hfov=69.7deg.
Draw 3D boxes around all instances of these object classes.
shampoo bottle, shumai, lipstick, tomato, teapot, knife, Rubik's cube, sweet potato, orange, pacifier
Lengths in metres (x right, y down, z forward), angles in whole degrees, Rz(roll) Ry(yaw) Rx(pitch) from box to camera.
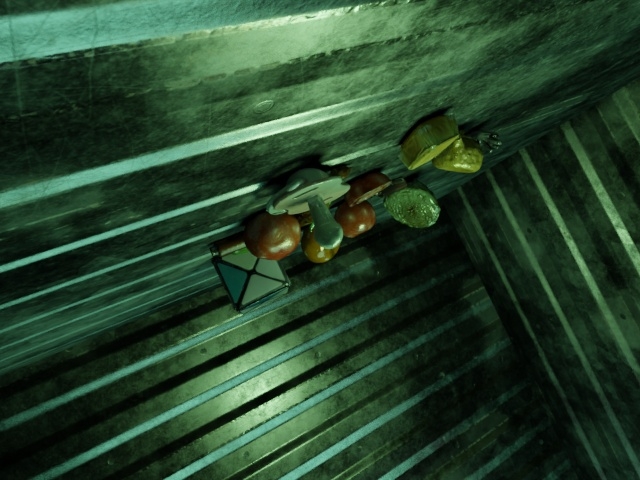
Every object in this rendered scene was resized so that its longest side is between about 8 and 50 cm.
[{"bbox_3d":[0.333,-0.258,2.315,0.236,0.067,0.068,-21,-178,-27],"label":"shampoo bottle"},{"bbox_3d":[0.538,-0.246,2.526,0.263,0.309,0.304,-51,-177,-39],"label":"shumai"},{"bbox_3d":[-0.268,-0.022,1.966,0.418,0.077,0.077,-22,173,-19],"label":"lipstick"},{"bbox_3d":[0.196,-0.229,1.970,0.225,0.085,0.225,-28,173,-4],"label":"tomato"},{"bbox_3d":[0.570,-0.374,1.901,0.203,0.167,0.311,10,-176,18],"label":"teapot"},{"bbox_3d":[0.171,-0.120,2.306,0.208,0.184,0.208,-29,179,0],"label":"tomato"},{"bbox_3d":[0.012,-0.131,1.957,0.212,0.015,0.054,-56,-164,6],"label":"knife"},{"bbox_3d":[-0.346,0.186,2.345,0.310,0.305,0.307,-23,173,-10],"label":"Rubik's cube"},{"bbox_3d":[-0.189,-0.016,1.805,0.232,0.189,0.232,-25,171,-4],"label":"tomato"},{"bbox_3d":[0.079,-0.243,1.612,0.117,0.049,0.049,-28,177,-40],"label":"sweet potato"},{"bbox_3d":[0.000,0.000,2.362,0.171,0.240,0.240,18,-161,32],"label":"orange"},{"bbox_3d":[-0.016,-0.121,1.487,0.220,0.273,0.332,-59,168,5],"label":"pacifier"}]

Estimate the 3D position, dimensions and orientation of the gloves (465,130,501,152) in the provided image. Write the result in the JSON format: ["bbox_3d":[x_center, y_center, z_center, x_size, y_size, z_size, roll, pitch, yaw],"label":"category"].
[{"bbox_3d":[0.669,-0.421,2.044,0.142,0.119,0.285,-34,-166,-33],"label":"gloves"}]

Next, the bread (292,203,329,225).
[{"bbox_3d":[-0.032,-0.115,1.836,0.124,0.084,0.344,-39,-173,-18],"label":"bread"}]

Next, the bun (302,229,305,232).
[{"bbox_3d":[-0.046,-0.063,2.499,0.115,0.069,0.115,-23,-164,7],"label":"bun"}]

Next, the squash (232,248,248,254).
[{"bbox_3d":[-0.342,0.023,2.087,0.077,0.068,0.219,-34,170,32],"label":"squash"}]

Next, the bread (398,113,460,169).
[{"bbox_3d":[0.369,-0.341,1.590,0.136,0.107,0.241,-26,175,-15],"label":"bread"}]
